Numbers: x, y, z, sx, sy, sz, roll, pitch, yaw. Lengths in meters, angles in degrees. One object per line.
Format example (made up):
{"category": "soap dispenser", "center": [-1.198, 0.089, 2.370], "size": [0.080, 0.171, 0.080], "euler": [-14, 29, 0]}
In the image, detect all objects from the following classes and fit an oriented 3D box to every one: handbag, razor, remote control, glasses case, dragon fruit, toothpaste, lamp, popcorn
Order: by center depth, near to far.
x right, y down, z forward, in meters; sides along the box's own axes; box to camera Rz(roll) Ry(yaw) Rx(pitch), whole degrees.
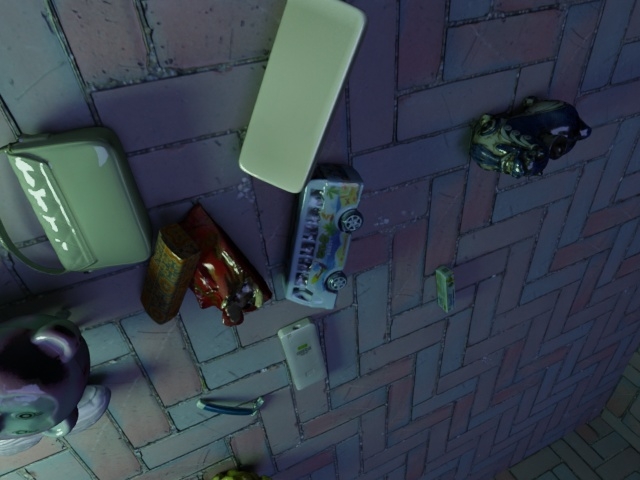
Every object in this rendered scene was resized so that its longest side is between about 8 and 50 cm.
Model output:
{"category": "handbag", "center": [-0.411, -0.053, 0.670], "size": [0.219, 0.079, 0.256], "euler": [-12, 126, -13]}
{"category": "lamp", "center": [-0.545, 0.205, 0.692], "size": [0.300, 0.247, 0.247], "euler": [12, 113, -9]}
{"category": "glasses case", "center": [-0.034, -0.246, 0.703], "size": [0.131, 0.070, 0.313], "euler": [23, 112, 1]}
{"category": "glasses case", "center": [-0.285, 0.070, 0.763], "size": [0.049, 0.075, 0.218], "euler": [-34, 164, -47]}
{"category": "dragon fruit", "center": [-0.190, 0.082, 0.798], "size": [0.134, 0.211, 0.262], "euler": [-40, 126, -10]}
{"category": "razor", "center": [-0.245, 0.458, 1.123], "size": [0.191, 0.037, 0.068], "euler": [21, 111, -37]}
{"category": "remote control", "center": [-0.045, 0.319, 1.138], "size": [0.103, 0.034, 0.250], "euler": [-22, 129, -13]}
{"category": "toothpaste", "center": [0.377, 0.146, 1.240], "size": [0.034, 0.046, 0.164], "euler": [-28, 130, -14]}
{"category": "popcorn", "center": [-0.256, 0.810, 1.253], "size": [0.265, 0.192, 0.233], "euler": [-26, 138, 12]}

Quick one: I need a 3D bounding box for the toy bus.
{"category": "toy bus", "center": [0.000, 0.000, 0.905], "size": [0.135, 0.109, 0.330], "euler": [1, 120, -18]}

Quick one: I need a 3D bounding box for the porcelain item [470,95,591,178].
{"category": "porcelain item", "center": [0.495, -0.236, 0.956], "size": [0.287, 0.186, 0.138], "euler": [-19, 126, -17]}

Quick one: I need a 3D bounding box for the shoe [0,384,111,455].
{"category": "shoe", "center": [-0.566, 0.340, 0.837], "size": [0.244, 0.095, 0.138], "euler": [-19, 131, -8]}
